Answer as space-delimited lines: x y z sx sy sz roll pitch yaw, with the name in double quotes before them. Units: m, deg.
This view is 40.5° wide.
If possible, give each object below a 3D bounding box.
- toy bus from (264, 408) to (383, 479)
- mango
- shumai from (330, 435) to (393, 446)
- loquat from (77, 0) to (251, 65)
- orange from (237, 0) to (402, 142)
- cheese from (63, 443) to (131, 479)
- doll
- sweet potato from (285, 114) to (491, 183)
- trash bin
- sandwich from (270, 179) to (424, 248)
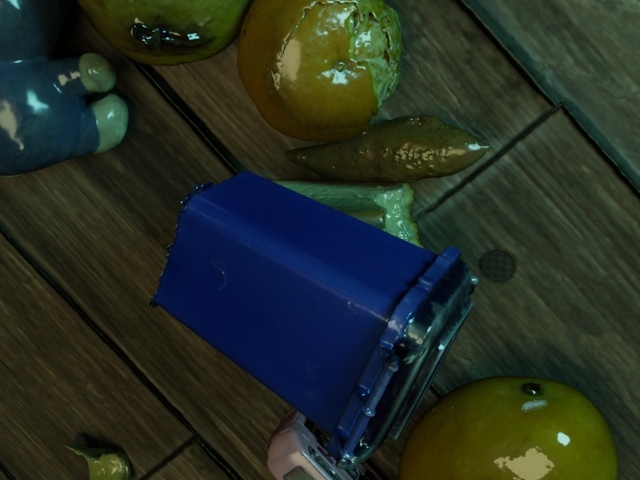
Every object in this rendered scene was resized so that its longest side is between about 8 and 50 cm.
"toy bus" 0.025 0.275 0.949 0.203 0.090 0.063 46 117 -4
"mango" 0.168 0.229 0.857 0.175 0.139 0.254 50 124 3
"shumai" 0.045 0.196 0.917 0.083 0.080 0.082 -20 104 22
"loquat" -0.145 -0.242 0.769 0.149 0.172 0.204 -32 55 9
"orange" -0.001 -0.167 0.772 0.156 0.134 0.157 -12 120 -21
"cheese" -0.277 0.276 1.081 0.060 0.041 0.084 -10 122 30
"doll" -0.322 -0.191 0.867 0.228 0.154 0.259 -8 101 25
"sweet potato" 0.061 -0.084 0.819 0.205 0.060 0.068 -4 71 22
"trash bin" -0.011 0.052 0.710 0.234 0.184 0.163 30 116 13
"sandwich" 0.000 0.000 0.842 0.186 0.108 0.220 -38 92 27
